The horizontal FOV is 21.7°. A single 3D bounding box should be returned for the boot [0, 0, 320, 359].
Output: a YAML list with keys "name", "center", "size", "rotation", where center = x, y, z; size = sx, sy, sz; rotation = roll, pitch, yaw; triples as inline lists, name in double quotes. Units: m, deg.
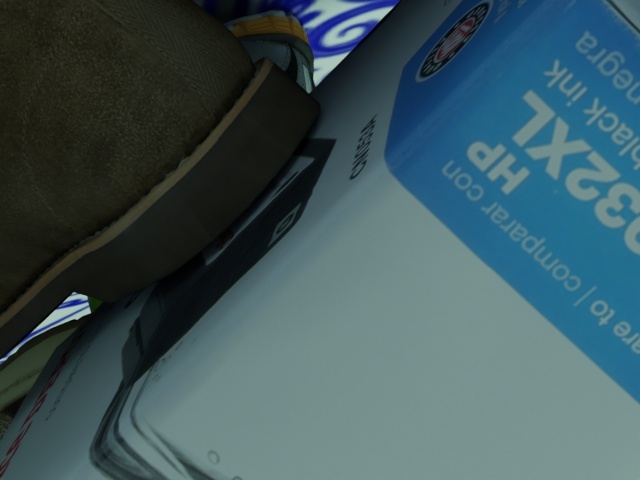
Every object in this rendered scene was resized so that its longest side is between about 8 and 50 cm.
- name: "boot"
  center: [-0.125, -0.022, 0.618]
  size: [0.305, 0.115, 0.112]
  rotation: [-31, -160, 51]

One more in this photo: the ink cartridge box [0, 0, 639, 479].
- name: "ink cartridge box"
  center: [0.019, 0.032, 0.551]
  size: [0.307, 0.129, 0.223]
  rotation: [-44, -168, 23]

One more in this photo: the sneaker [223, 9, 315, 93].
- name: "sneaker"
  center: [-0.029, -0.033, 0.711]
  size: [0.084, 0.083, 0.215]
  rotation: [-17, 165, 10]

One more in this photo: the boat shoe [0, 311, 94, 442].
- name: "boat shoe"
  center: [-0.115, 0.114, 0.790]
  size: [0.342, 0.123, 0.123]
  rotation: [-21, 166, 22]

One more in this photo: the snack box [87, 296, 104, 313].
- name: "snack box"
  center: [0.000, 0.000, 0.906]
  size: [0.207, 0.070, 0.174]
  rotation: [-21, 166, 21]
